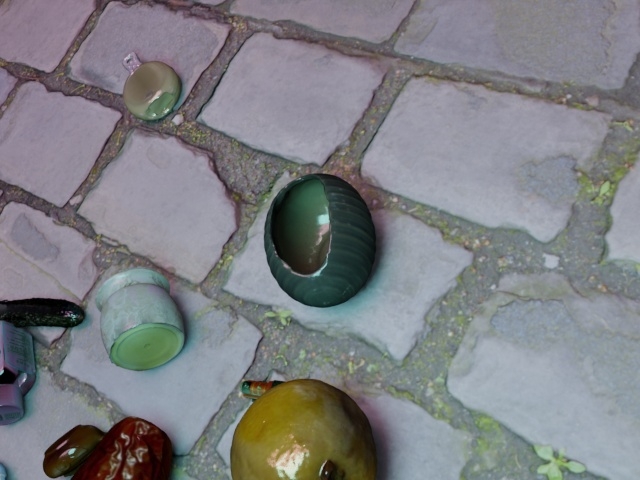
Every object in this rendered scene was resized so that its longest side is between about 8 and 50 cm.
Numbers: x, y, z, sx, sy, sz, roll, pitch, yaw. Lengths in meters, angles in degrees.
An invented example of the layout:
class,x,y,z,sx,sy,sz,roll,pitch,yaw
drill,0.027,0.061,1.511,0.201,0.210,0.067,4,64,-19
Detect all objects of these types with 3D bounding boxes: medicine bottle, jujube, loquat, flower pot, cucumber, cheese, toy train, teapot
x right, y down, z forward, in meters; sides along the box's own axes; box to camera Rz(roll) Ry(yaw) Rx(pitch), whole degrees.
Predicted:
class,x,y,z,sx,sy,sz,roll,pitch,yaw
medicine bottle,-0.641,0.269,1.743,0.119,0.094,0.188,-31,52,15
jujube,-0.331,0.422,1.432,0.190,0.190,0.255,-1,48,30
loquat,-0.025,0.319,1.294,0.238,0.193,0.238,-23,31,15
flower pot,0.000,0.000,1.477,0.189,0.157,0.243,-18,57,23
cucumber,-0.577,0.149,1.798,0.245,0.067,0.067,-4,62,26
cheese,-0.398,-0.362,1.975,0.137,0.064,0.227,-40,50,3
toy train,-0.086,0.252,1.446,0.103,0.064,0.044,3,67,32
medicine bottle,-0.332,0.144,1.599,0.147,0.147,0.143,-34,49,10
teapot,-0.440,0.387,1.579,0.129,0.078,0.098,-38,10,-9

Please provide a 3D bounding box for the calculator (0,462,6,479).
class,x,y,z,sx,sy,sz,roll,pitch,yaw
calculator,-0.668,0.513,1.649,0.210,0.039,0.121,-52,38,-3
